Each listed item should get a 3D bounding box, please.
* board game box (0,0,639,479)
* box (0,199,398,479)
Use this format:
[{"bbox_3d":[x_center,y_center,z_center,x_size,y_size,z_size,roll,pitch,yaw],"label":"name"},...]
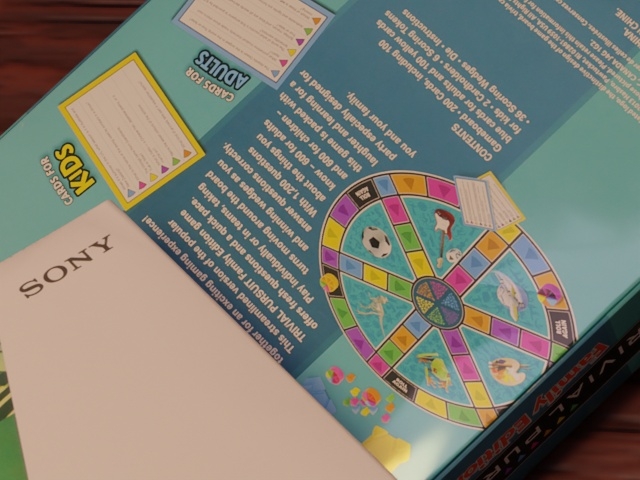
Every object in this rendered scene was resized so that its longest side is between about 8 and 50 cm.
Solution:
[{"bbox_3d":[0.000,0.000,0.808,0.336,0.079,0.254,-43,64,-3],"label":"board game box"},{"bbox_3d":[-0.069,0.144,0.634,0.232,0.058,0.322,-32,55,-24],"label":"box"}]
